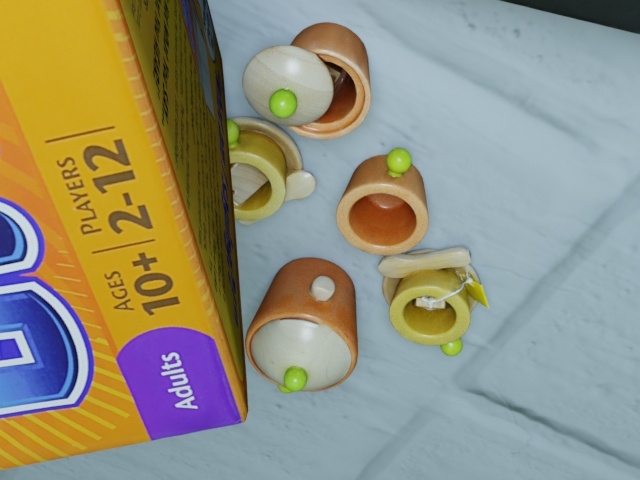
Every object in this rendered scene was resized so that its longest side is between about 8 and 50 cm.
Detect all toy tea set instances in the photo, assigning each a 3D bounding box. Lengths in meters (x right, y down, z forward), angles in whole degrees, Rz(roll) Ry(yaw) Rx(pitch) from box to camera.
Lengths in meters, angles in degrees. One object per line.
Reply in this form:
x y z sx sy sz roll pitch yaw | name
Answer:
0.000 0.000 0.799 0.200 0.124 0.336 -12 126 20 | toy tea set

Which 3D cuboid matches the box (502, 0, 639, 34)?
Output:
0.103 -0.257 0.536 0.322 0.079 0.257 18 140 15 | box

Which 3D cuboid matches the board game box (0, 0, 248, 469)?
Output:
-0.254 -0.116 0.538 0.356 0.356 0.356 -11 132 1 | board game box
